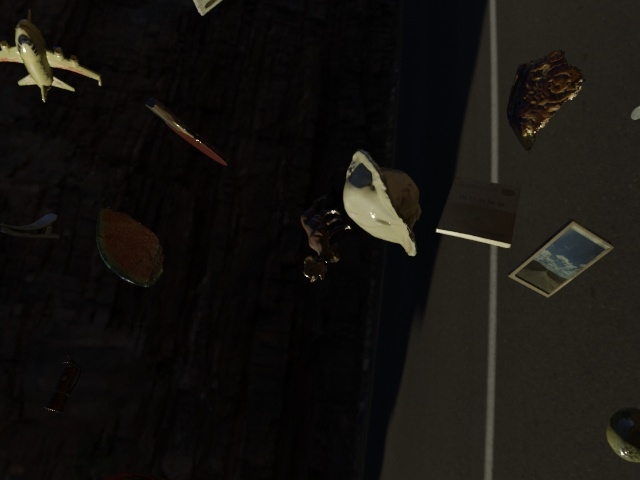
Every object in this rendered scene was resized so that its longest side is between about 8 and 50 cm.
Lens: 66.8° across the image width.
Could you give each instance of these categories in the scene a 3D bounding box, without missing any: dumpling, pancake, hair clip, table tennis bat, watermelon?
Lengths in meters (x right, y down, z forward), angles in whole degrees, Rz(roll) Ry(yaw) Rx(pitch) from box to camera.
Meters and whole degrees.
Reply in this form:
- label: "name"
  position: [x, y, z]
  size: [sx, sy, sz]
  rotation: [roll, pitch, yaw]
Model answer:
- label: "dumpling"
  position: [0.214, -0.091, 1.558]
  size: [0.395, 0.233, 0.316]
  rotation: [61, -175, -37]
- label: "pancake"
  position: [0.616, -0.417, 1.389]
  size: [0.257, 0.056, 0.212]
  rotation: [-53, 45, 29]
- label: "hair clip"
  position: [-0.428, -0.022, 0.710]
  size: [0.115, 0.030, 0.039]
  rotation: [-17, -65, -85]
- label: "table tennis bat"
  position: [-0.256, -0.207, 0.939]
  size: [0.019, 0.130, 0.220]
  rotation: [-57, -27, -4]
- label: "watermelon"
  position: [-0.512, 0.042, 1.258]
  size: [0.128, 0.231, 0.146]
  rotation: [-39, 25, 30]

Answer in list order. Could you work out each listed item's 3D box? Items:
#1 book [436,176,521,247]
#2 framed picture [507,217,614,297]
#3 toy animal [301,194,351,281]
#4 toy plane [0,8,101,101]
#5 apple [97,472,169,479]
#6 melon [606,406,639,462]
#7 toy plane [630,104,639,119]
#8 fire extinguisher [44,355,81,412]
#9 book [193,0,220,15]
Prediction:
- label: "book"
  position: [0.504, -0.100, 1.529]
  size: [0.310, 0.216, 0.021]
  rotation: [-58, -25, -45]
- label: "framed picture"
  position: [0.727, 0.059, 1.480]
  size: [0.260, 0.189, 0.023]
  rotation: [-51, 24, 32]
- label: "toy animal"
  position: [0.000, 0.000, 1.372]
  size: [0.186, 0.093, 0.214]
  rotation: [-39, 52, 12]
- label: "toy plane"
  position: [-0.560, -0.361, 0.958]
  size: [0.244, 0.228, 0.093]
  rotation: [142, 126, -65]
- label: "apple"
  position: [-0.274, 0.536, 0.659]
  size: [0.400, 0.333, 0.401]
  rotation: [14, -90, -75]
- label: "melon"
  position: [0.667, 0.412, 1.037]
  size: [0.130, 0.098, 0.098]
  rotation: [-32, -38, -50]
- label: "toy plane"
  position: [0.678, -0.276, 0.798]
  size: [0.088, 0.212, 0.267]
  rotation: [-39, -32, -47]
- label: "fire extinguisher"
  position: [-0.645, 0.361, 1.223]
  size: [0.039, 0.056, 0.132]
  rotation: [106, 179, -63]
- label: "book"
  position: [-0.135, -0.386, 0.683]
  size: [0.127, 0.014, 0.182]
  rotation: [-38, 10, 0]
